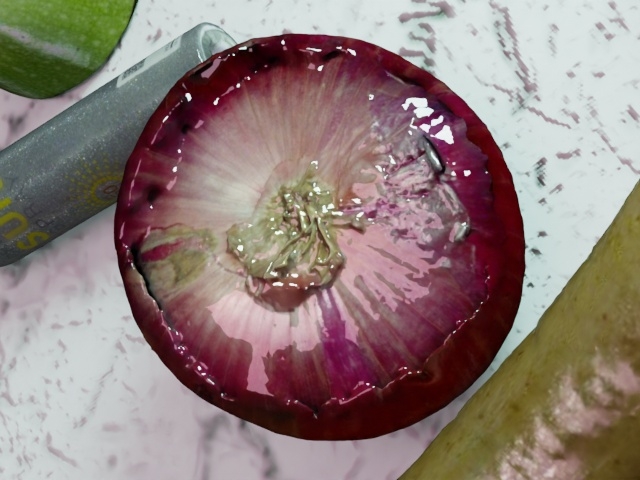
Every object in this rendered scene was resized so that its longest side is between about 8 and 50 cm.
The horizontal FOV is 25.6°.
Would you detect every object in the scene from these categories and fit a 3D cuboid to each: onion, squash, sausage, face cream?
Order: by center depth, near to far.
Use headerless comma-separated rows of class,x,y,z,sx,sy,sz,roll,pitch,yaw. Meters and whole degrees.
sausage,0.130,0.117,0.757,0.501,0.136,0.123,-52,50,16
onion,0.001,-0.004,0.826,0.248,0.161,0.248,1,94,21
face cream,-0.169,-0.052,0.972,0.283,0.073,0.073,-28,72,23
squash,-0.227,-0.188,0.998,0.170,0.123,0.170,0,90,30
